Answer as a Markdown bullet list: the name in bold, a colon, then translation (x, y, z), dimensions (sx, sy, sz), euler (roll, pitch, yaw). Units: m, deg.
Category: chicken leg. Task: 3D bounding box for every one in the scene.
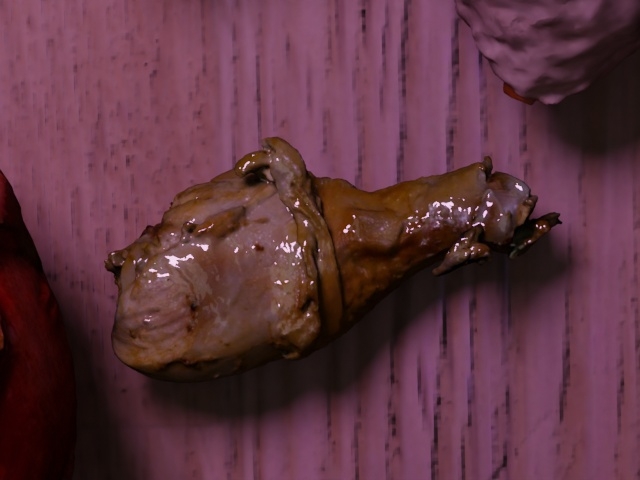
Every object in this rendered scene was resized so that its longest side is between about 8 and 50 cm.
- **chicken leg**: translation (0.000, 0.000, 0.908), dimensions (0.228, 0.088, 0.103), euler (-21, 77, 5)

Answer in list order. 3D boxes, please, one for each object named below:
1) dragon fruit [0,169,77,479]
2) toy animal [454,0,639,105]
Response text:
- **dragon fruit**: translation (-0.244, 0.072, 0.831), dimensions (0.277, 0.277, 0.342), euler (-23, 119, 4)
- **toy animal**: translation (0.125, -0.238, 0.833), dimensions (0.227, 0.188, 0.358), euler (17, 101, -5)
